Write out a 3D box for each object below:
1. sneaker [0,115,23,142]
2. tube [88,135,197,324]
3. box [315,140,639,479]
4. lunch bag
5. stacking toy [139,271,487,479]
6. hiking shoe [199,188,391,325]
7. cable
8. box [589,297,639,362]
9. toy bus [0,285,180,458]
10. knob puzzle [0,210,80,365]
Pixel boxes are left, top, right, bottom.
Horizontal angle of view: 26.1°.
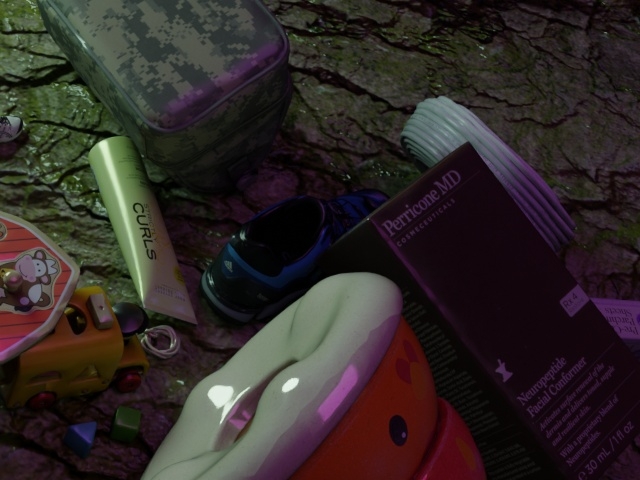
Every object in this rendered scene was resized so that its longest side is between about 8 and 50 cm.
[{"bbox_3d":[-0.382,-0.135,1.615,0.083,0.037,0.032,-19,61,-39],"label":"sneaker"},{"bbox_3d":[-0.204,-0.011,1.584,0.070,0.062,0.240,-10,58,-21],"label":"tube"},{"bbox_3d":[0.195,0.101,1.559,0.191,0.143,0.381,-38,88,-35],"label":"box"},{"bbox_3d":[-0.182,-0.218,1.647,0.212,0.256,0.305,-36,72,-16],"label":"lunch bag"},{"bbox_3d":[0.085,0.298,1.348,0.480,0.350,0.351,44,43,-11],"label":"stacking toy"},{"bbox_3d":[0.000,0.000,1.626,0.113,0.132,0.304,47,47,16],"label":"hiking shoe"},{"bbox_3d":[0.206,-0.074,1.730,0.089,0.257,0.257,-44,69,1],"label":"cable"},{"bbox_3d":[0.275,0.108,1.724,0.324,0.063,0.067,6,52,-23],"label":"box"},{"bbox_3d":[-0.246,0.100,1.432,0.191,0.104,0.202,27,45,-4],"label":"toy bus"},{"bbox_3d":[-0.332,0.035,1.363,0.213,0.030,0.213,10,51,-13],"label":"knob puzzle"}]
